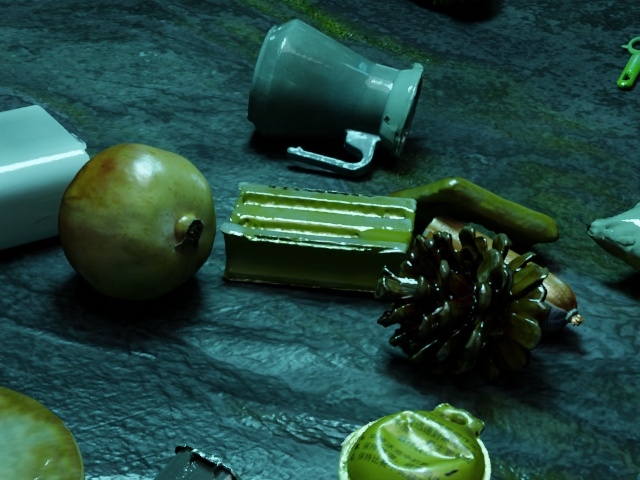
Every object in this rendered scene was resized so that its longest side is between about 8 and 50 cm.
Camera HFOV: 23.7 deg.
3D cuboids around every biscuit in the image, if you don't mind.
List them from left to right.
[{"bbox_3d":[-0.335,0.229,1.488,0.204,0.040,0.309,-12,35,-24],"label":"biscuit"},{"bbox_3d":[0.193,-0.030,1.941,0.183,0.039,0.174,22,-17,-20],"label":"biscuit"}]

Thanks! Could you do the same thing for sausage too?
[{"bbox_3d":[0.221,0.047,1.827,0.071,0.071,0.234,-22,39,-36],"label":"sausage"}]

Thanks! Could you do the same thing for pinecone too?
[{"bbox_3d":[0.158,0.066,1.711,0.195,0.150,0.179,-2,41,0],"label":"pinecone"}]

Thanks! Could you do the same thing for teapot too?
[{"bbox_3d":[0.019,-0.193,2.137,0.225,0.171,0.203,16,64,7],"label":"teapot"}]

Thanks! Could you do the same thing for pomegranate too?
[{"bbox_3d":[-0.211,-0.020,1.788,0.191,0.191,0.191,3,31,-2],"label":"pomegranate"}]

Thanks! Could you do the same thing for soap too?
[{"bbox_3d":[0.000,-0.001,1.878,0.233,0.076,0.135,7,31,6],"label":"soap"}]

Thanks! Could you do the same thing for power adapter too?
[{"bbox_3d":[-0.432,-0.065,1.890,0.255,0.124,0.187,-17,35,-29],"label":"power adapter"}]

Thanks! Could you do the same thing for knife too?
[{"bbox_3d":[0.504,-0.291,2.475,0.054,0.015,0.212,13,32,16],"label":"knife"}]

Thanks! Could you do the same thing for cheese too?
[{"bbox_3d":[0.069,0.244,1.492,0.156,0.064,0.250,24,46,31],"label":"cheese"}]

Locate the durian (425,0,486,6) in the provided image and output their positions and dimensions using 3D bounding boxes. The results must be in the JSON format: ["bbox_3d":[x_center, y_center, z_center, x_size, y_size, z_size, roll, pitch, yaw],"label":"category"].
[{"bbox_3d":[0.208,-0.471,2.612,0.138,0.193,0.237,-33,11,20],"label":"durian"}]

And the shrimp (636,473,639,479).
[{"bbox_3d":[0.298,0.316,1.395,0.178,0.075,0.289,32,39,26],"label":"shrimp"}]

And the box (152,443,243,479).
[{"bbox_3d":[-0.115,0.256,1.402,0.084,0.122,0.069,23,48,31],"label":"box"}]

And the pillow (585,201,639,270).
[{"bbox_3d":[0.534,0.010,1.877,0.310,0.119,0.312,-20,38,-39],"label":"pillow"}]
